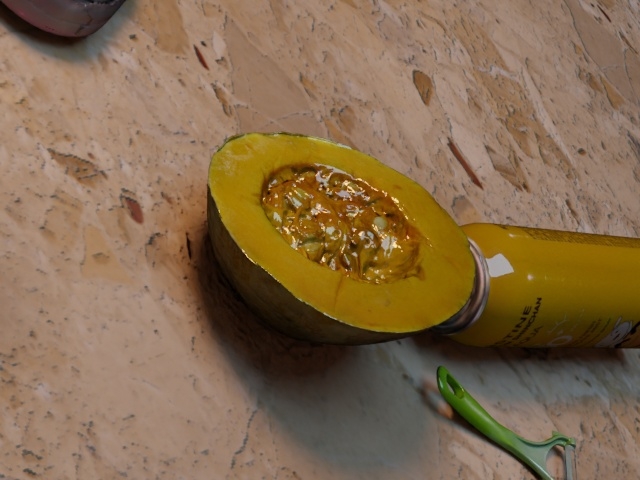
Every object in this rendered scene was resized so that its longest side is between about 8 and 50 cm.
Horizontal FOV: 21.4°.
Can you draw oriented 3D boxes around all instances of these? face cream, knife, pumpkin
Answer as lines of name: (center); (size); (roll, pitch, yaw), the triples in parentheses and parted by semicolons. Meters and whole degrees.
face cream: (0.190, 0.041, 1.456); (0.348, 0.105, 0.105); (5, 53, -47)
knife: (0.149, 0.155, 1.368); (0.166, 0.022, 0.078); (34, 30, -24)
pumpkin: (-0.001, 0.015, 1.272); (0.217, 0.110, 0.217); (18, 42, -17)

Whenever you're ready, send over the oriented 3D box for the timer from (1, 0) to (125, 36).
timer: (-0.225, -0.259, 1.305); (0.208, 0.069, 0.191); (41, 32, -11)
